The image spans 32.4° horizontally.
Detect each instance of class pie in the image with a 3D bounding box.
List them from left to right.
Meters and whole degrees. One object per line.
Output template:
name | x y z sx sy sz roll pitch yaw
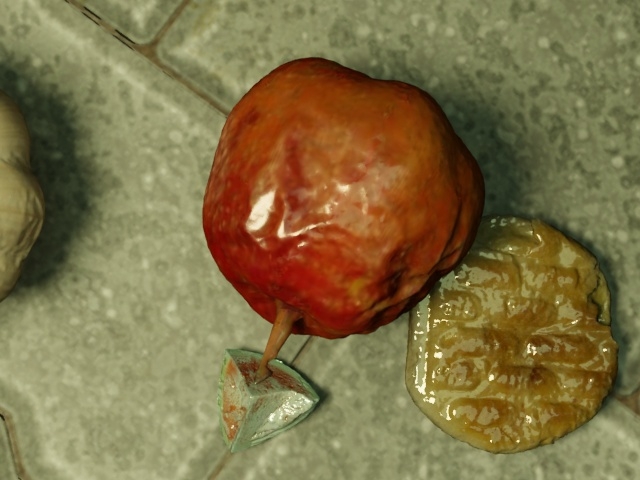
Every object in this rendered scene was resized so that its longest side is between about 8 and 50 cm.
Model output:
pie | 0.158 0.076 0.900 0.195 0.046 0.195 0 85 -3

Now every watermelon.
watermelon | -0.043 0.125 0.869 0.085 0.061 0.085 0 85 5

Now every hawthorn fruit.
hawthorn fruit | 0.000 0.000 0.813 0.207 0.207 0.243 27 68 -2

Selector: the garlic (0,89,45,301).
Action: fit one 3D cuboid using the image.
garlic | -0.309 -0.030 0.815 0.228 0.152 0.227 0 92 0
